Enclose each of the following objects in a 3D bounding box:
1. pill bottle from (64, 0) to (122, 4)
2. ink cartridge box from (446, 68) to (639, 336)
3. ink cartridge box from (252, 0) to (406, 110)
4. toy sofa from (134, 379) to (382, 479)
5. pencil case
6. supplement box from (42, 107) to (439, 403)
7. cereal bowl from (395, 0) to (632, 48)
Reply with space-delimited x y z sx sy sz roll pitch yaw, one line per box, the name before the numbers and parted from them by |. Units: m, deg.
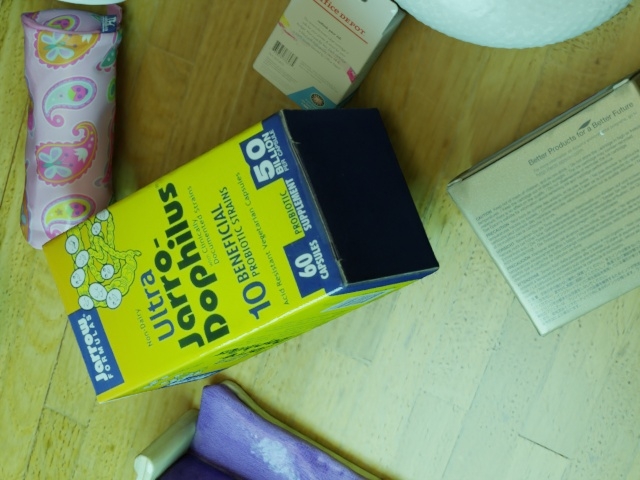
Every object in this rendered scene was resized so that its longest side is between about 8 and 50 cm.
pill bottle | -0.251 -0.403 1.845 0.152 0.152 0.272 19 113 15
ink cartridge box | 0.282 -0.039 1.785 0.235 0.088 0.193 -30 93 28
ink cartridge box | 0.016 -0.224 1.823 0.104 0.061 0.181 40 132 5
toy sofa | -0.041 0.332 2.002 0.363 0.150 0.177 30 117 10
pencil case | -0.282 -0.128 1.969 0.124 0.124 0.284 11 110 18
supplement box | -0.089 0.017 1.852 0.357 0.195 0.194 -27 80 32
cereal bowl | 0.184 -0.339 1.662 0.339 0.141 0.339 4 113 9
